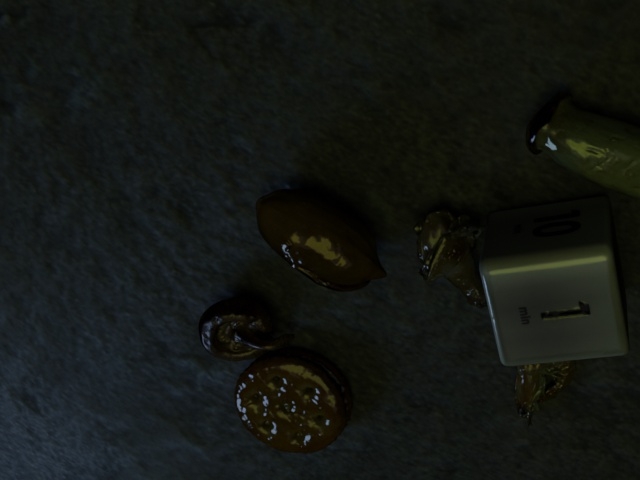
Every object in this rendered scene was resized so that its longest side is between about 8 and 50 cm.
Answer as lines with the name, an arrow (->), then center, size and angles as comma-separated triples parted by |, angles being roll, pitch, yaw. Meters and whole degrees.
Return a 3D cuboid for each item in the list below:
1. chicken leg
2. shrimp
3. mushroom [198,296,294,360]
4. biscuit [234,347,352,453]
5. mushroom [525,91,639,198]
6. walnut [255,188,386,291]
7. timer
chicken leg -> 0.221, 0.036, 1.654 | 0.125, 0.080, 0.196 | -11, 117, 11
shrimp -> 0.385, 0.248, 1.751 | 0.099, 0.041, 0.180 | 6, 118, -5
mushroom -> -0.132, 0.161, 1.808 | 0.171, 0.080, 0.135 | 12, 132, 7
biscuit -> -0.051, 0.298, 1.868 | 0.221, 0.066, 0.220 | 7, 117, 14
mushroom -> 0.468, -0.119, 1.503 | 0.333, 0.087, 0.107 | 22, 120, -1
walnut -> 0.000, 0.000, 1.657 | 0.245, 0.137, 0.137 | 35, 120, 4
timer -> 0.365, 0.063, 1.560 | 0.195, 0.192, 0.194 | -9, 115, 19
